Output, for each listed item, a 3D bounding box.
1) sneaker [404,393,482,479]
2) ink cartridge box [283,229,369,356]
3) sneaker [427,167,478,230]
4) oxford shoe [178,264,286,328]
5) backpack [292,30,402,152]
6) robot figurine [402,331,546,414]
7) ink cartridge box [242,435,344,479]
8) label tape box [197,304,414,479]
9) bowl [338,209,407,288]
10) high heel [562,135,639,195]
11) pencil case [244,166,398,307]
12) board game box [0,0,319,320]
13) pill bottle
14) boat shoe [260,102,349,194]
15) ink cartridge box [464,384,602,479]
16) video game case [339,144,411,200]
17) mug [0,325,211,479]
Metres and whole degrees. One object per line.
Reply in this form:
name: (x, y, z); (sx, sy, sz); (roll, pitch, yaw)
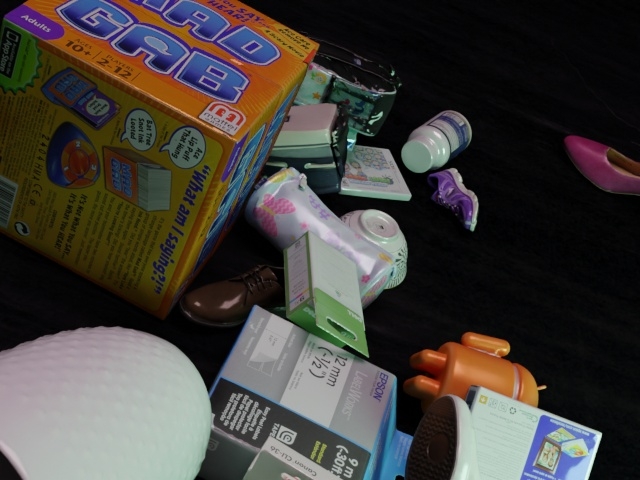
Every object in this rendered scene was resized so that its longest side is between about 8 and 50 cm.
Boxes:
sneaker: (0.188, 0.361, 1.429); (0.123, 0.106, 0.290); (20, 65, -32)
ink cartridge box: (0.005, 0.092, 1.571); (0.109, 0.062, 0.209); (36, 29, -30)
sneaker: (0.259, -0.076, 2.060); (0.071, 0.068, 0.170); (-8, 39, -17)
oxford shoe: (-0.116, 0.075, 1.624); (0.227, 0.096, 0.083); (-11, 53, -37)
backpack: (0.000, -0.300, 2.036); (0.253, 0.191, 0.225); (25, 20, -14)
robot figurine: (0.241, 0.237, 1.623); (0.219, 0.128, 0.158); (19, 33, -9)
ink cartridge box: (-0.046, 0.324, 1.291); (0.115, 0.198, 0.067); (30, 38, 4)
label tape box: (0.008, 0.270, 1.456); (0.348, 0.115, 0.249); (25, 38, 0)
bowl: (0.090, -0.002, 1.846); (0.170, 0.080, 0.170); (17, 38, -13)
high heel: (0.735, -0.169, 2.336); (0.377, 0.181, 0.127); (33, 38, 7)
pencil case: (0.000, 0.000, 1.753); (0.273, 0.113, 0.124); (43, 78, 14)
board game box: (-0.272, -0.175, 1.605); (0.356, 0.356, 0.356); (29, 37, 2)
pill bottle: (0.235, -0.199, 2.148); (0.094, 0.094, 0.169); (38, 39, 14)
boat shoe: (-0.111, -0.155, 1.889); (0.340, 0.158, 0.127); (3, 40, 15)
ink cartridge box: (0.285, 0.344, 1.533); (0.206, 0.045, 0.208); (22, 79, -8)
video game case: (0.087, -0.137, 2.049); (0.157, 0.019, 0.143); (4, 43, -26)
mug: (-0.265, 0.284, 1.189); (0.328, 0.276, 0.374); (-29, 94, -55)
